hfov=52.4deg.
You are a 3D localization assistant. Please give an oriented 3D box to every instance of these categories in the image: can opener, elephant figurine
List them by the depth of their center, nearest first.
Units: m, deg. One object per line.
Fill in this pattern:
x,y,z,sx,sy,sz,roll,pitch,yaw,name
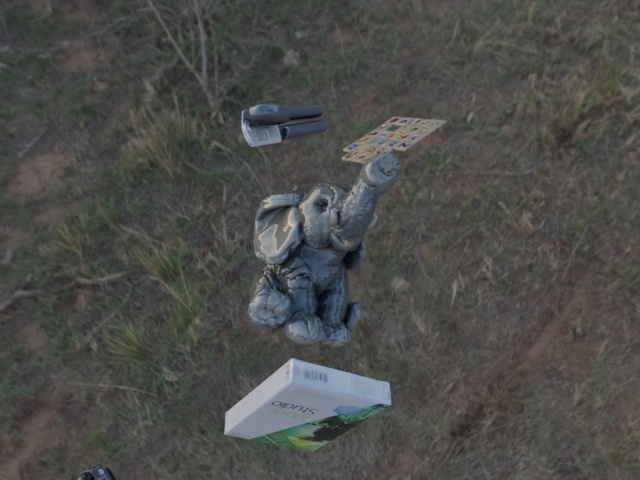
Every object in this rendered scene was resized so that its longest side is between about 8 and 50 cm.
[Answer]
0.000,0.000,0.818,0.186,0.169,0.240,14,95,17,elephant figurine
-0.066,-0.245,1.354,0.093,0.280,0.074,-10,97,31,can opener

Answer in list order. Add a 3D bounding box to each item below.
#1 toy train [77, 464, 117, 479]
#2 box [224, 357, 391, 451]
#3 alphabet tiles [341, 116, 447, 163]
-0.188,0.277,0.625,0.036,0.027,0.158,-28,47,-25,toy train
-0.035,0.359,1.376,0.232,0.322,0.059,19,51,-23,box
0.175,-0.259,1.667,0.237,0.009,0.198,-36,30,-25,alphabet tiles
